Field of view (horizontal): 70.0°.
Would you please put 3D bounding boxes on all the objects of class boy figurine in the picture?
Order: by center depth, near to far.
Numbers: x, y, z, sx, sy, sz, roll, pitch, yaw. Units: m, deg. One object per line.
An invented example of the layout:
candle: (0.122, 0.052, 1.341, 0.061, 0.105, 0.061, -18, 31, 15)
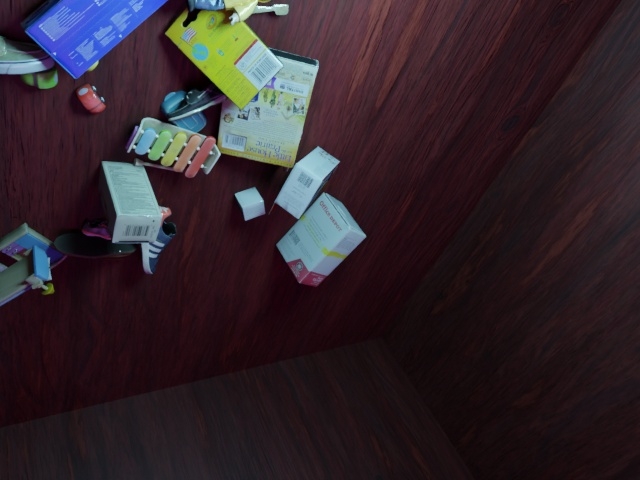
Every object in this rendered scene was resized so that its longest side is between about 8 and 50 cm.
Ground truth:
boy figurine: (-0.248, -0.719, 1.325, 0.285, 0.092, 0.177, -9, 99, -14)

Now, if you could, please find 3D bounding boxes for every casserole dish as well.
casserole dish: (-0.478, -0.442, 1.620, 0.114, 0.037, 0.188, -35, 144, 2)

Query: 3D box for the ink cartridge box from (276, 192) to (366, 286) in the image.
ink cartridge box: (0.000, 0.000, 2.297, 0.385, 0.279, 0.160, -46, 143, 18)

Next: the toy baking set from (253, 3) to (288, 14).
toy baking set: (-0.200, -0.784, 1.406, 0.196, 0.030, 0.256, -34, 136, -2)

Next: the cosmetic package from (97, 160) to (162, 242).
cosmetic package: (-0.674, -0.136, 1.605, 0.153, 0.296, 0.129, 0, 134, -36)

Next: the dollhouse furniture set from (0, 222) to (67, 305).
dollhouse furniture set: (-1.060, 0.148, 1.632, 0.286, 0.303, 0.198, -33, 144, 0)

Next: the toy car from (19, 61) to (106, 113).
toy car: (-0.756, -0.475, 1.350, 0.224, 0.053, 0.239, -9, 138, -30)

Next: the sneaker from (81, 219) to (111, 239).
sneaker: (-0.841, -0.047, 1.785, 0.157, 0.061, 0.065, 5, 123, -42)

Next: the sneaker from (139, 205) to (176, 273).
sneaker: (-0.675, 0.003, 1.906, 0.148, 0.131, 0.350, -8, 137, -25)

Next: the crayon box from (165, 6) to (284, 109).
crayon box: (-0.296, -0.603, 1.446, 0.202, 0.081, 0.318, -41, 111, 13)

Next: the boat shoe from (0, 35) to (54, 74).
boat shoe: (-0.870, -0.499, 1.192, 0.302, 0.109, 0.094, -9, 136, -26)

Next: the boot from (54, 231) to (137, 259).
boot: (-0.890, 0.041, 1.802, 0.305, 0.112, 0.115, 4, 147, -48)

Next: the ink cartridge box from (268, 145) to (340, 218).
ink cartridge box: (-0.067, -0.229, 1.968, 0.272, 0.130, 0.309, -56, 180, 30)

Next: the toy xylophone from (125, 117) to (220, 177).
toy xylophone: (-0.534, -0.317, 1.644, 0.322, 0.081, 0.236, 5, 139, -34)

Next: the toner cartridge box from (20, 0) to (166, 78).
toner cartridge box: (-0.600, -0.620, 1.232, 0.348, 0.075, 0.165, -43, 143, -4)

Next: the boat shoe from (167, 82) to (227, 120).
boat shoe: (-0.419, -0.475, 1.551, 0.233, 0.084, 0.079, -27, 108, -1)

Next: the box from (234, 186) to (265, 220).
box: (-0.310, -0.162, 2.020, 0.101, 0.101, 0.087, -21, 142, -17)

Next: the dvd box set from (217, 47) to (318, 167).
dvd box set: (-0.202, -0.478, 1.659, 0.307, 0.062, 0.420, 10, 132, -8)

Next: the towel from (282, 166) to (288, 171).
towel: (-0.114, -0.395, 1.873, 0.029, 0.144, 0.197, 16, 126, -14)
